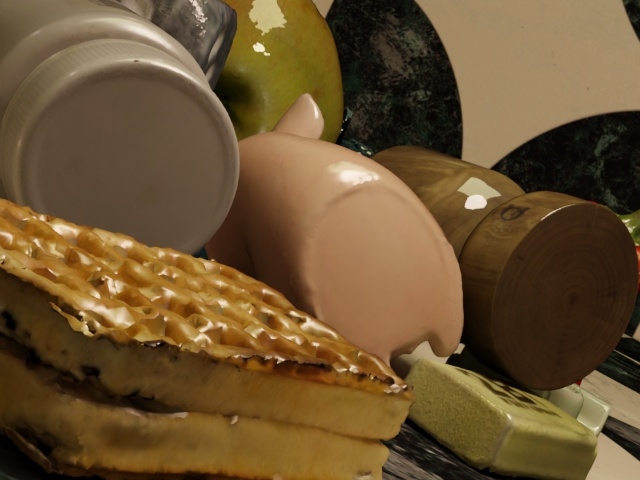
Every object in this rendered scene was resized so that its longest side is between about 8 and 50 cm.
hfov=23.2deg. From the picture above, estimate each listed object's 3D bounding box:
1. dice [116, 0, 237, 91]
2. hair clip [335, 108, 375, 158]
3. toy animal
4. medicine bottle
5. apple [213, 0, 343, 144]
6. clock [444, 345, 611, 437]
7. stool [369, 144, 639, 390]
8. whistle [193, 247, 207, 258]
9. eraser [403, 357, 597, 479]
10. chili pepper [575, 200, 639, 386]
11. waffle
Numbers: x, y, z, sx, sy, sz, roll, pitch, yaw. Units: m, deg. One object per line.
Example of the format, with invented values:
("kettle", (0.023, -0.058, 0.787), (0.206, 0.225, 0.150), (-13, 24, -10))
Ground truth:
("dice", (-0.209, -0.225, 1.806), (0.181, 0.183, 0.182), (25, 5, 4))
("hair clip", (0.059, -0.075, 2.480), (0.206, 0.194, 0.310), (38, 3, -5))
("toy animal", (-0.002, 0.001, 1.414), (0.256, 0.195, 0.213), (16, -46, 58))
("medicine bottle", (-0.199, -0.098, 1.327), (0.208, 0.208, 0.339), (23, 7, -26))
("apple", (-0.134, -0.210, 2.138), (0.338, 0.338, 0.305), (24, 26, -16))
("clock", (0.194, 0.152, 1.553), (0.151, 0.062, 0.191), (29, 7, 30))
("stool", (0.149, 0.020, 1.496), (0.179, 0.179, 0.264), (22, 1, -37))
("whistle", (-0.135, -0.041, 1.661), (0.269, 0.093, 0.180), (14, 33, -46))
("eraser", (0.156, 0.158, 1.351), (0.117, 0.058, 0.172), (32, 8, 39))
("chili pepper", (0.306, 0.028, 1.774), (0.134, 0.338, 0.131), (25, 8, -28))
("waffle", (-0.101, 0.065, 0.925), (0.213, 0.091, 0.308), (31, 9, 37))
